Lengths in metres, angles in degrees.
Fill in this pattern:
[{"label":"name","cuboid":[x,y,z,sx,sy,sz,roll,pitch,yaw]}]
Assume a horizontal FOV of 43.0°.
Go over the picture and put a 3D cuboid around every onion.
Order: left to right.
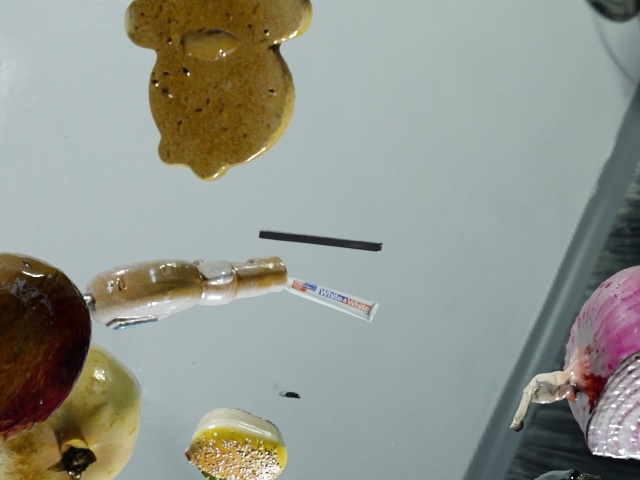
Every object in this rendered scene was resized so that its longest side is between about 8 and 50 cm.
[{"label":"onion","cuboid":[0.411,0.143,1.009,0.272,0.256,0.230,30,28,-10]}]

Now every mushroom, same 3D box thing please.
[{"label":"mushroom","cuboid":[-0.199,0.069,0.515,0.123,0.052,0.123,5,83,-46]}]

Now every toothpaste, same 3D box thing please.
[{"label":"toothpaste","cuboid":[0.018,0.123,1.762,0.218,0.033,0.052,18,58,8]}]

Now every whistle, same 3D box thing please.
[{"label":"whistle","cuboid":[-0.130,0.047,0.782,0.220,0.107,0.057,-7,78,-36]}]

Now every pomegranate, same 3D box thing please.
[{"label":"pomegranate","cuboid":[-0.464,0.326,1.450,0.319,0.319,0.320,2,86,-34]}]

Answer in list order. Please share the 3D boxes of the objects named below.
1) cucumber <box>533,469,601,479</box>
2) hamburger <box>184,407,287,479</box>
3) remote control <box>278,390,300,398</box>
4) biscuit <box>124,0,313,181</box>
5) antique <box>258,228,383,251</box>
[{"label":"cucumber","cuboid":[0.261,0.282,0.912,0.043,0.163,0.039,28,63,8]},{"label":"hamburger","cuboid":[-0.175,0.445,1.717,0.210,0.173,0.116,26,38,-14]},{"label":"remote control","cuboid":[-0.068,0.336,1.771,0.039,0.096,0.014,7,80,-9]},{"label":"biscuit","cuboid":[-0.085,-0.164,0.688,0.036,0.165,0.226,-41,126,-75]},{"label":"antique","cuboid":[0.000,0.000,1.237,0.031,0.191,0.015,-3,99,-74]}]
